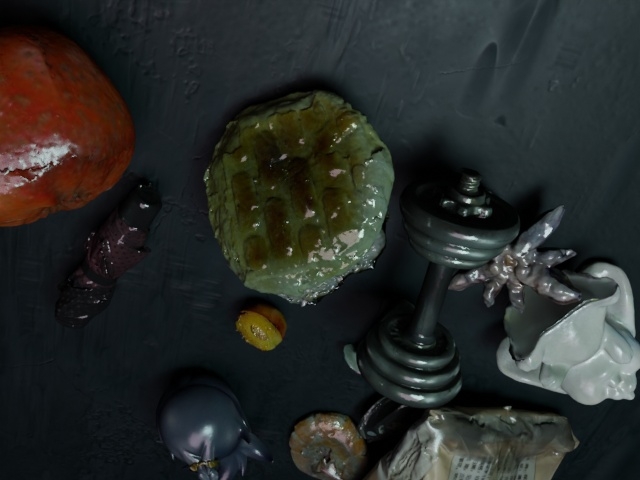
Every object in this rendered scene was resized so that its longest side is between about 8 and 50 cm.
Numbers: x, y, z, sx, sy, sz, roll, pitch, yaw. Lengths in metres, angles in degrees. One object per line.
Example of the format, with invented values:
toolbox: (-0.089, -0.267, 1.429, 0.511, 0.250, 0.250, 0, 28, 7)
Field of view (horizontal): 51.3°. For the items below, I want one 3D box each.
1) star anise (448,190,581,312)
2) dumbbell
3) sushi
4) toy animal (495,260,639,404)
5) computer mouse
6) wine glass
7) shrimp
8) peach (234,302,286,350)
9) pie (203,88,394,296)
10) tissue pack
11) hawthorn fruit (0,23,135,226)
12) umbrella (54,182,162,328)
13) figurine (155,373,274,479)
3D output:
star anise: (0.308, 0.026, 1.070, 0.236, 0.093, 0.229, 39, 118, 13)
dumbbell: (0.170, 0.081, 1.016, 0.179, 0.179, 0.406, 9, 118, -6)
sushi: (0.000, 0.000, 1.067, 0.212, 0.115, 0.147, -40, 119, 22)
toy animal: (0.428, 0.174, 1.157, 0.249, 0.174, 0.289, -21, 121, -1)
computer mouse: (0.156, 0.341, 1.330, 0.192, 0.062, 0.106, -37, 131, 27)
wine glass: (0.117, 0.179, 1.216, 0.073, 0.073, 0.155, 36, 119, -22)
shrimp: (0.036, 0.487, 1.434, 0.164, 0.062, 0.317, -17, 119, 16)
peach: (-0.104, 0.148, 1.200, 0.098, 0.061, 0.098, 14, 131, 16)
pie: (-0.040, -0.074, 0.958, 0.306, 0.071, 0.306, 0, 90, 16)
tissue pack: (0.279, 0.479, 1.330, 0.390, 0.195, 0.375, 14, 123, -29)
hawthorn fruit: (-0.397, -0.174, 0.871, 0.276, 0.276, 0.307, -14, 105, 9)
umbrella: (-0.351, 0.031, 1.104, 0.326, 0.094, 0.090, -48, 68, 28)
figurine: (-0.216, 0.382, 1.303, 0.175, 0.197, 0.265, -40, 119, -17)
